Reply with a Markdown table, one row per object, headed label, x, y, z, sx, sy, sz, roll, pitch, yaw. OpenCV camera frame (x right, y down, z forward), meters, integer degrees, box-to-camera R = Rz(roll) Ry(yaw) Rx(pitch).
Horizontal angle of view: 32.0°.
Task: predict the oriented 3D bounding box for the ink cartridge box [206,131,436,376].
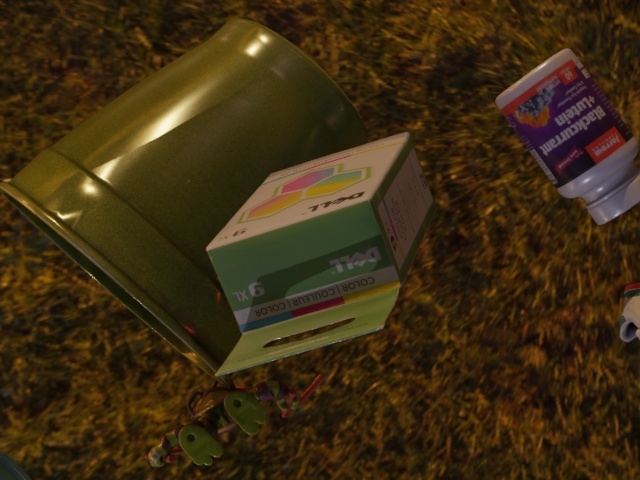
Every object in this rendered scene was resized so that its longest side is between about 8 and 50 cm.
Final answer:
| label | x | y | z | sx | sy | sz | roll | pitch | yaw |
| --- | --- | --- | --- | --- | --- | --- | --- | --- | --- |
| ink cartridge box | 0.000 | 0.000 | 0.695 | 0.109 | 0.209 | 0.062 | -17 | 106 | 19 |

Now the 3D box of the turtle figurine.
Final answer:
| label | x | y | z | sx | sy | sz | roll | pitch | yaw |
| --- | --- | --- | --- | --- | --- | --- | --- | --- | --- |
| turtle figurine | -0.117 | 0.223 | 1.460 | 0.270 | 0.217 | 0.087 | -21 | 88 | -6 |

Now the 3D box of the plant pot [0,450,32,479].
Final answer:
| label | x | y | z | sx | sy | sz | roll | pitch | yaw |
| --- | --- | --- | --- | --- | --- | --- | --- | --- | --- |
| plant pot | -0.306 | 0.252 | 0.816 | 0.195 | 0.290 | 0.290 | -43 | 84 | 20 |

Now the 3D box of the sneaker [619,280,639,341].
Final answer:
| label | x | y | z | sx | sy | sz | roll | pitch | yaw |
| --- | --- | --- | --- | --- | --- | --- | --- | --- | --- |
| sneaker | 0.396 | 0.084 | 1.257 | 0.057 | 0.161 | 0.075 | 26 | 73 | -19 |

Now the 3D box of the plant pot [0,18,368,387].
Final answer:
| label | x | y | z | sx | sy | sz | roll | pitch | yaw |
| --- | --- | --- | --- | --- | --- | --- | --- | --- | --- |
| plant pot | -0.138 | -0.072 | 1.375 | 0.366 | 0.366 | 0.353 | 39 | 79 | 8 |

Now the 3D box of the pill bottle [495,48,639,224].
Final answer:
| label | x | y | z | sx | sy | sz | roll | pitch | yaw |
| --- | --- | --- | --- | --- | --- | --- | --- | --- | --- |
| pill bottle | 0.302 | -0.118 | 1.306 | 0.108 | 0.108 | 0.193 | -36 | 89 | 16 |
